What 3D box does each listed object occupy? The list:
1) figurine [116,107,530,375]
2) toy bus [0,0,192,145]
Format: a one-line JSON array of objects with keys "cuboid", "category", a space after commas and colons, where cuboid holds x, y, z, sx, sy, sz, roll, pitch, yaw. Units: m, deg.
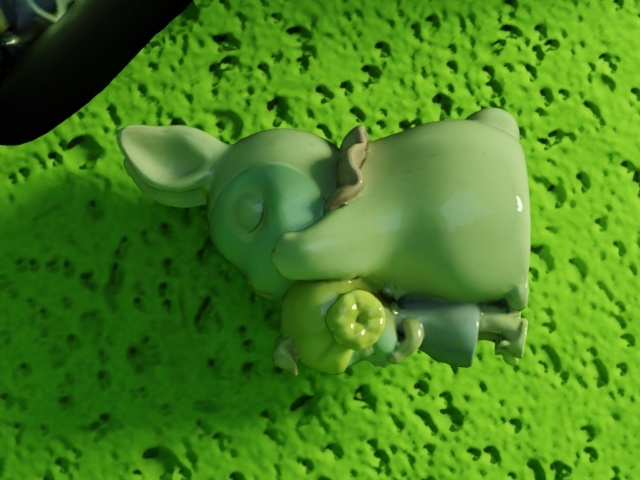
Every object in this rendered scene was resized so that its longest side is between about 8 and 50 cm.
[{"cuboid": [0.000, 0.000, 1.145, 0.235, 0.127, 0.155, -1, 89, 0], "category": "figurine"}, {"cuboid": [-0.114, -0.241, 1.162, 0.162, 0.171, 0.386, 42, 80, 10], "category": "toy bus"}]
